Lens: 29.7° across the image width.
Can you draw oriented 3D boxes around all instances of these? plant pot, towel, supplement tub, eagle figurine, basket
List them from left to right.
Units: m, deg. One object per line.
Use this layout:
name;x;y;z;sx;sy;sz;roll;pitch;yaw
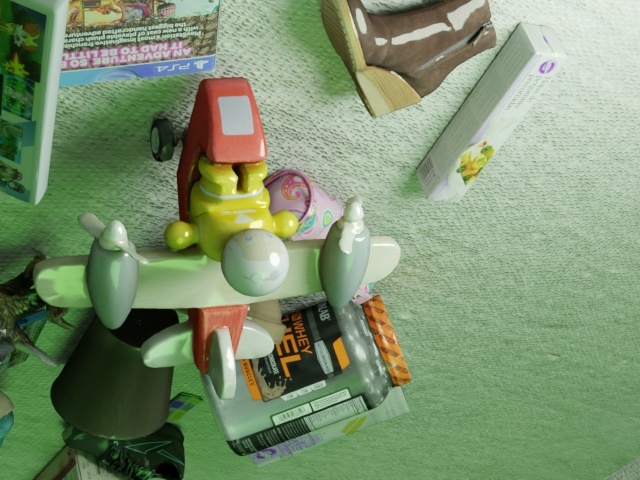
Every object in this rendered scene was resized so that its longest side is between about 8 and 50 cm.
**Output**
eagle figurine;-0.512;0.093;1.697;0.298;0.225;0.226;-19;157;-23
basket;-0.321;0.197;1.972;0.204;0.154;0.227;12;133;-14
towel;-0.269;0.317;2.286;0.083;0.009;0.060;-38;141;26
plant pot;-0.152;0.071;1.861;0.237;0.237;0.110;22;89;-45
supplement tub;-0.025;0.228;2.105;0.337;0.207;0.207;-21;146;1

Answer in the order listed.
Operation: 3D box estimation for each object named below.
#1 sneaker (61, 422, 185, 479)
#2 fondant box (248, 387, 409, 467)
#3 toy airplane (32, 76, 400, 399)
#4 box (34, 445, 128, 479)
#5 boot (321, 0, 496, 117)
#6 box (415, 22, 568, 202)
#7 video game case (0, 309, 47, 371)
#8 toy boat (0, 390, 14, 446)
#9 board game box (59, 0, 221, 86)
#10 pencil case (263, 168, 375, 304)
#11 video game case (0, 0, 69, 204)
sneaker;-0.358;0.391;2.262;0.267;0.106;0.101;16;134;-39
fondant box;-0.011;0.304;2.321;0.330;0.096;0.238;-20;146;2
toy airplane;-0.123;0.033;1.590;0.386;0.272;0.384;-47;115;-7
box;-0.463;0.499;2.341;0.148;0.127;0.232;13;135;-40
boot;0.120;-0.287;1.590;0.206;0.090;0.248;-33;144;-1
box;0.248;-0.181;1.792;0.063;0.067;0.324;2;140;-30
video game case;-0.509;0.174;1.884;0.166;0.015;0.119;-22;152;-51
toy boat;-0.597;0.334;1.892;0.267;0.148;0.318;-25;-176;-18
board game box;-0.230;-0.319;1.290;0.232;0.141;0.291;-8;145;-16
pencil case;0.000;0.000;1.876;0.124;0.124;0.284;-28;144;13
video game case;-0.428;-0.199;1.304;0.299;0.036;0.329;23;141;-1
